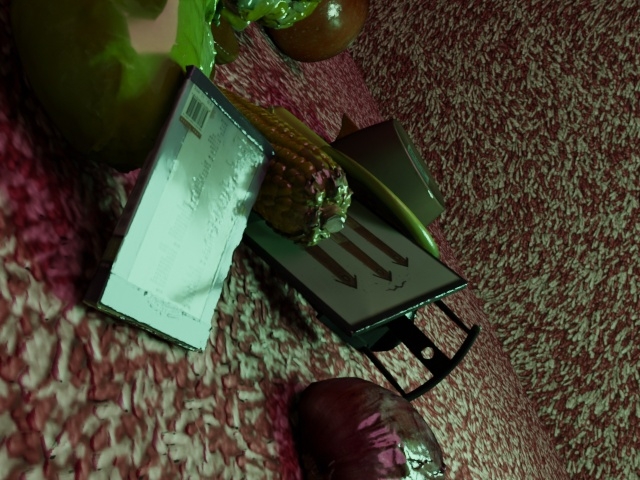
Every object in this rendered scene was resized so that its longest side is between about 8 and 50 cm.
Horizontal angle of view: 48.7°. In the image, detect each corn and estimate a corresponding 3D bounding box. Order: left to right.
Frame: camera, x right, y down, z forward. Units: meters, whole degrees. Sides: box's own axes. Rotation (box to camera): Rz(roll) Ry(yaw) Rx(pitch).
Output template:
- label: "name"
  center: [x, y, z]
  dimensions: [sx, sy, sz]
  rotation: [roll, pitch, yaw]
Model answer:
- label: "corn"
  center: [-0.083, -0.106, 0.843]
  dimensions: [0.318, 0.115, 0.115]
  rotation: [38, 3, 30]

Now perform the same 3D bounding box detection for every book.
- label: "book"
  center: [-0.122, -0.023, 0.666]
  dimensions: [0.157, 0.026, 0.231]
  rotation: [43, 61, -54]

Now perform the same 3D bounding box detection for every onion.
- label: "onion"
  center: [0.087, 0.267, 0.876]
  dimensions: [0.283, 0.120, 0.227]
  rotation: [26, 41, -65]

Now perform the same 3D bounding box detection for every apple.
- label: "apple"
  center: [-0.032, -0.657, 1.896]
  dimensions: [0.348, 0.277, 0.348]
  rotation: [54, 13, -19]

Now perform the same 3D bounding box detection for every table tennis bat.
- label: "table tennis bat"
  center: [0.036, -0.089, 1.056]
  dimensions: [0.369, 0.054, 0.224]
  rotation: [43, -6, 25]

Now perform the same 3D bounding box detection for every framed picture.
- label: "framed picture"
  center: [-0.001, -0.014, 0.878]
  dimensions: [0.324, 0.013, 0.244]
  rotation: [39, 33, 28]

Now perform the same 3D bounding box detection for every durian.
- label: "durian"
  center: [-0.195, -0.222, 0.722]
  dimensions: [0.339, 0.205, 0.255]
  rotation: [-94, 162, -56]

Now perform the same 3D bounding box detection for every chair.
- label: "chair"
  center: [0.073, 0.081, 0.989]
  dimensions: [0.141, 0.154, 0.260]
  rotation: [43, 3, -46]

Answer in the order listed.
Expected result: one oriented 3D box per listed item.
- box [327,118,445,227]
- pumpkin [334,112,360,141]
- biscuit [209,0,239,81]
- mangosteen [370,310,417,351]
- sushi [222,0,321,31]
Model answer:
- label: "box"
  center: [0.121, -0.111, 1.502]
  dimensions: [0.301, 0.216, 0.301]
  rotation: [55, 14, -21]
- label: "pumpkin"
  center: [0.084, -0.196, 1.739]
  dimensions: [0.131, 0.126, 0.248]
  rotation: [56, -2, -37]
- label: "biscuit"
  center: [-0.235, -0.402, 1.145]
  dimensions: [0.283, 0.064, 0.432]
  rotation: [42, 34, -48]
- label: "mangosteen"
  center: [0.084, 0.105, 1.148]
  dimensions: [0.152, 0.152, 0.152]
  rotation: [53, 17, -24]
- label: "sushi"
  center: [-0.105, -0.589, 1.471]
  dimensions: [0.328, 0.328, 0.285]
  rotation: [-76, 145, -71]
